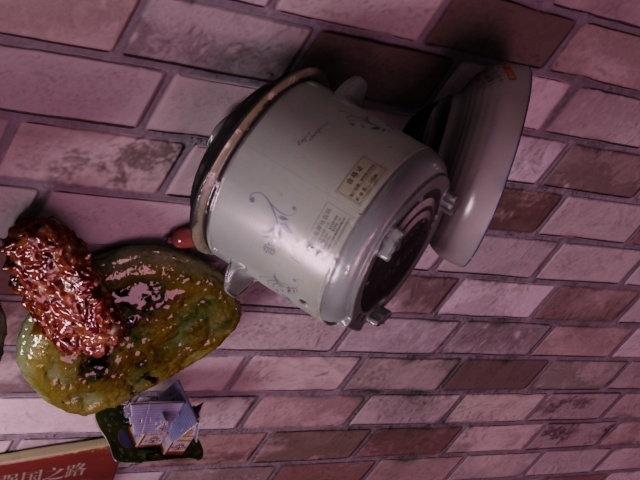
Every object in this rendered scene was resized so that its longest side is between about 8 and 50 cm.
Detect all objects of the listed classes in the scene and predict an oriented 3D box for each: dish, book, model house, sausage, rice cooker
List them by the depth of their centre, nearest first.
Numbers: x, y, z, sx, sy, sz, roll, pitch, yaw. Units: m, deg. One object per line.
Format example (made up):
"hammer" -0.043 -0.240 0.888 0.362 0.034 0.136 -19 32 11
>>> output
"rice cooker" -0.010 -0.053 1.538 0.316 0.317 0.264 -36 167 10
"dish" 0.167 -0.114 1.667 0.133 0.273 0.273 18 134 0
"sausage" -0.095 -0.019 1.692 0.223 0.029 0.029 -10 144 3
"model house" -0.239 0.262 1.915 0.167 0.117 0.088 6 130 -38
"book" -0.476 0.448 2.059 0.262 0.028 0.374 -4 138 -28

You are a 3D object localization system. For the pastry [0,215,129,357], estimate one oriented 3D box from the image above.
"pastry" -0.317 0.055 1.587 0.115 0.097 0.208 -26 119 3

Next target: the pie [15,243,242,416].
"pie" -0.262 0.122 1.764 0.323 0.071 0.323 -18 142 -15

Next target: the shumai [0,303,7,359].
"shumai" -0.561 0.094 1.339 0.397 0.324 0.323 23 139 -28
